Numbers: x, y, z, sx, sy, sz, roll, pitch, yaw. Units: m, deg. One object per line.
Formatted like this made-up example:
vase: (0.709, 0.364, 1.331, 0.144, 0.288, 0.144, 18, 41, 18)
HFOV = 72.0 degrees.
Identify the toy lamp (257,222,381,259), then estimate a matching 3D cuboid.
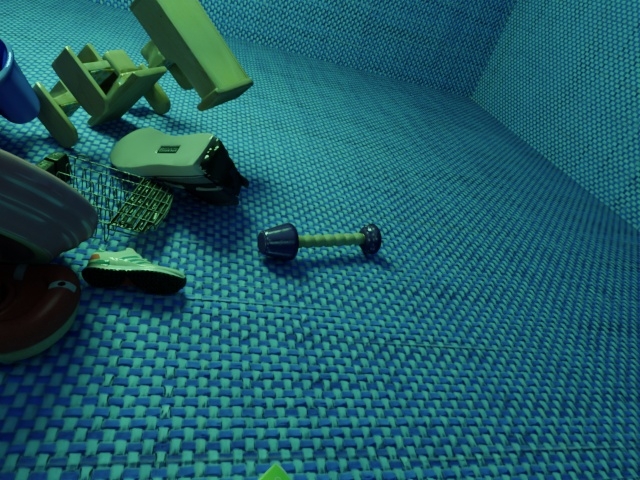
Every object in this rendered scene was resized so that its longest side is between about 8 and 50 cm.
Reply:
toy lamp: (0.000, 0.000, 0.941, 0.274, 0.080, 0.080, -1, 38, -32)

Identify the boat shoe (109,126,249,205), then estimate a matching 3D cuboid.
boat shoe: (-0.317, -0.153, 0.986, 0.340, 0.158, 0.127, 14, 64, 34)

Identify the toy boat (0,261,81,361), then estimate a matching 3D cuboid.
toy boat: (-0.439, 0.058, 0.567, 0.230, 0.151, 0.151, 7, 35, -17)

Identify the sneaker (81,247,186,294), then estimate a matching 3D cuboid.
sneaker: (-0.306, 0.043, 0.741, 0.161, 0.057, 0.075, 7, 40, -13)

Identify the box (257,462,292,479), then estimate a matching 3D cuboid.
box: (-0.071, 0.386, 0.366, 0.232, 0.059, 0.321, 36, 38, 25)

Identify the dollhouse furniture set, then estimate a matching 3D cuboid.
dollhouse furniture set: (-0.406, -0.372, 1.082, 0.257, 0.394, 0.362, 55, 31, -12)

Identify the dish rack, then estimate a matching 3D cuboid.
dish rack: (-0.432, -0.078, 0.846, 0.271, 0.074, 0.208, 15, 34, -9)

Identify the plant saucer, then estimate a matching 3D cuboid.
plant saucer: (-0.488, -0.044, 0.595, 0.331, 0.332, 0.084, 12, 69, -10)

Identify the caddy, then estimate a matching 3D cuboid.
caddy: (-0.746, -0.326, 0.873, 0.341, 0.179, 0.241, 30, 65, 16)
